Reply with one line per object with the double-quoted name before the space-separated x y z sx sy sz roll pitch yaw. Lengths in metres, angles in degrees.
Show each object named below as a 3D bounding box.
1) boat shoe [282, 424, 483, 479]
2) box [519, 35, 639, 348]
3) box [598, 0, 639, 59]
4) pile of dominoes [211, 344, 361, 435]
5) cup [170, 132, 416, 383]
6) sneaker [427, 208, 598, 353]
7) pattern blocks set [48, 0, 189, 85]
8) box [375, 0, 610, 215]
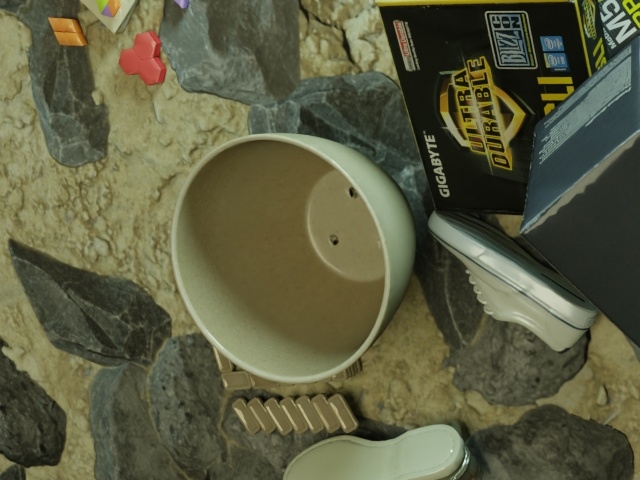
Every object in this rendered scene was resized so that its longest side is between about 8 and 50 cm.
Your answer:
"boat shoe" 0.085 0.336 2.079 0.305 0.109 0.091 -14 136 33
"box" 0.387 -0.025 1.584 0.296 0.294 0.183 42 118 -11
"box" 0.322 -0.354 1.777 0.216 0.060 0.270 -37 83 32
"pile of dominoes" -0.049 0.193 2.177 0.251 0.040 0.196 -9 99 41
"cup" 0.000 0.000 1.961 0.331 0.237 0.331 9 108 29
"sneaker" 0.238 0.056 1.918 0.258 0.094 0.091 37 115 17
"pattern blocks set" -0.330 -0.409 2.173 0.325 0.026 0.285 31 117 21
"box" 0.232 -0.177 1.799 0.257 0.079 0.322 3 130 28
